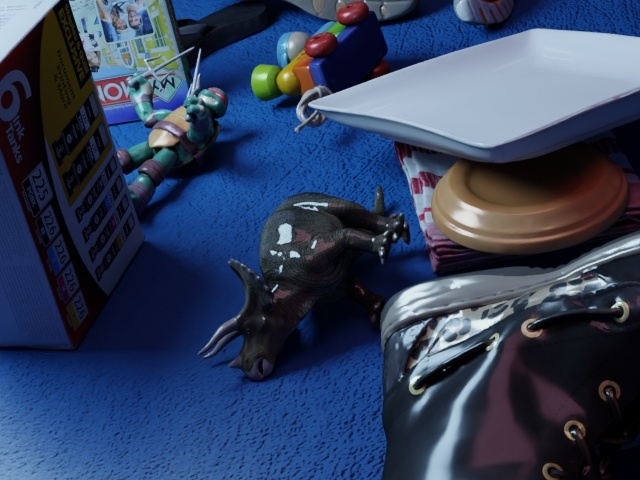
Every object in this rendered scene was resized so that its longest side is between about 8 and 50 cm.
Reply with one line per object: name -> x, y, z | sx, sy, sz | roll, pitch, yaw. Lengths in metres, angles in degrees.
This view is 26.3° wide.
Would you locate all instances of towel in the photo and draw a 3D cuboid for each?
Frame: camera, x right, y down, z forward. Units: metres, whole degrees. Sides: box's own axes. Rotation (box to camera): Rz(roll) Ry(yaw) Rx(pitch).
towel -> 0.210, -0.086, 1.502 | 0.237, 0.037, 0.329 | -12, 32, 1

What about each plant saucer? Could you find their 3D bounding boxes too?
plant saucer -> 0.209, -0.054, 1.383 | 0.200, 0.037, 0.200 | -9, 31, 5

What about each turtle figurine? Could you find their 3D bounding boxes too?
turtle figurine -> -0.181, -0.134, 1.642 | 0.175, 0.118, 0.234 | 7, 51, 53

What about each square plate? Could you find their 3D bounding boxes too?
square plate -> 0.217, -0.159, 1.492 | 0.344, 0.049, 0.347 | -21, 22, -26

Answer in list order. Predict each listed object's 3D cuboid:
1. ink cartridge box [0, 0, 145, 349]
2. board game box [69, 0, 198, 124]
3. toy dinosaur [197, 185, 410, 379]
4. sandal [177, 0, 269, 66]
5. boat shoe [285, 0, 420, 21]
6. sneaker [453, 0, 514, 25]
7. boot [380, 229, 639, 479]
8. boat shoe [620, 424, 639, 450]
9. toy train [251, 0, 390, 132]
ink cartridge box -> -0.301, -0.090, 1.434 | 0.130, 0.309, 0.272 | 0, 35, 19
board game box -> -0.338, -0.245, 1.775 | 0.317, 0.213, 0.046 | -9, 30, 7
toy dinosaur -> 0.000, 0.000, 1.369 | 0.160, 0.121, 0.313 | 11, 42, 11
sandal -> -0.190, -0.291, 1.940 | 0.254, 0.054, 0.097 | -33, 38, -29
boat shoe -> -0.013, -0.397, 1.964 | 0.355, 0.132, 0.130 | 16, 22, 19
sneaker -> 0.218, -0.348, 1.871 | 0.083, 0.084, 0.215 | -9, 27, 31
boot -> 0.194, 0.143, 0.978 | 0.377, 0.138, 0.284 | -9, 48, 28
boat shoe -> 0.297, 0.115, 1.120 | 0.302, 0.109, 0.094 | -18, 44, 11
toy train -> -0.028, -0.199, 1.709 | 0.143, 0.105, 0.248 | -2, 33, 36
